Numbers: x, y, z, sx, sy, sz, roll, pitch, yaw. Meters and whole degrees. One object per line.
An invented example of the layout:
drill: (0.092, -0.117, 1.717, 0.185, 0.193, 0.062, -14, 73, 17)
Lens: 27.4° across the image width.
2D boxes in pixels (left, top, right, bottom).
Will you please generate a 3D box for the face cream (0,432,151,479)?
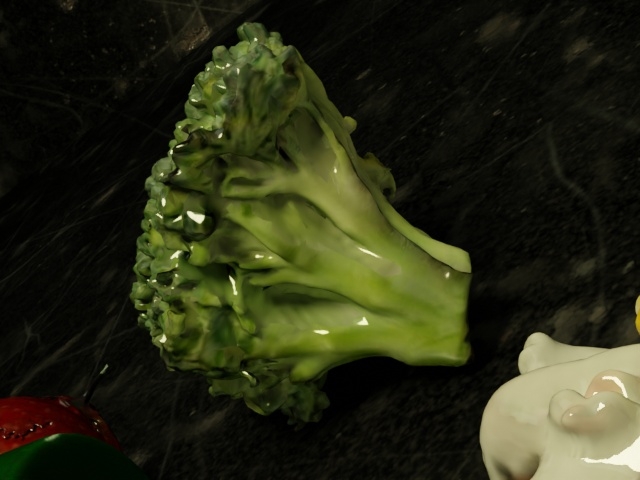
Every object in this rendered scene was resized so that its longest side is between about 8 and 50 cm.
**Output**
face cream: (-0.257, 0.264, 0.753, 0.357, 0.219, 0.312, -23, 61, 19)

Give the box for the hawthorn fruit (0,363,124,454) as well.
hawthorn fruit: (-0.213, 0.190, 0.978, 0.181, 0.181, 0.235, -15, 32, 52)

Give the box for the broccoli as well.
broccoli: (0.000, 0.000, 0.904, 0.288, 0.245, 0.248, 72, -146, -75)

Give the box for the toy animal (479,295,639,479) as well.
toy animal: (0.161, 0.094, 0.510, 0.208, 0.154, 0.325, 3, 65, 35)
